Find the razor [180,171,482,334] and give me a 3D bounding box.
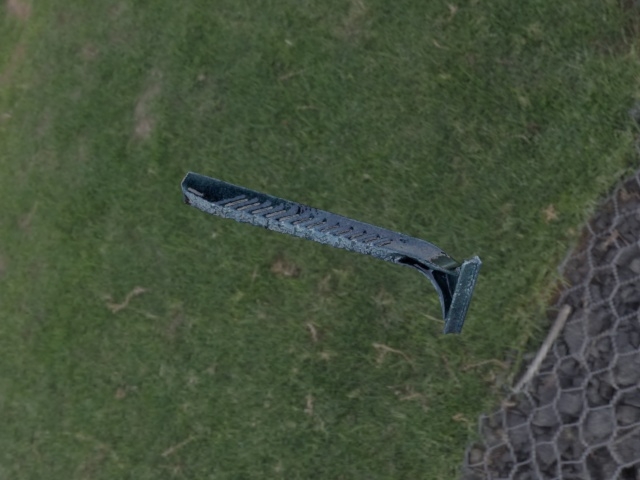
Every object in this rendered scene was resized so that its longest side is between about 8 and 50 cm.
[{"bbox_3d":[0.002,-0.004,0.482,0.190,0.066,0.033,20,49,15],"label":"razor"}]
